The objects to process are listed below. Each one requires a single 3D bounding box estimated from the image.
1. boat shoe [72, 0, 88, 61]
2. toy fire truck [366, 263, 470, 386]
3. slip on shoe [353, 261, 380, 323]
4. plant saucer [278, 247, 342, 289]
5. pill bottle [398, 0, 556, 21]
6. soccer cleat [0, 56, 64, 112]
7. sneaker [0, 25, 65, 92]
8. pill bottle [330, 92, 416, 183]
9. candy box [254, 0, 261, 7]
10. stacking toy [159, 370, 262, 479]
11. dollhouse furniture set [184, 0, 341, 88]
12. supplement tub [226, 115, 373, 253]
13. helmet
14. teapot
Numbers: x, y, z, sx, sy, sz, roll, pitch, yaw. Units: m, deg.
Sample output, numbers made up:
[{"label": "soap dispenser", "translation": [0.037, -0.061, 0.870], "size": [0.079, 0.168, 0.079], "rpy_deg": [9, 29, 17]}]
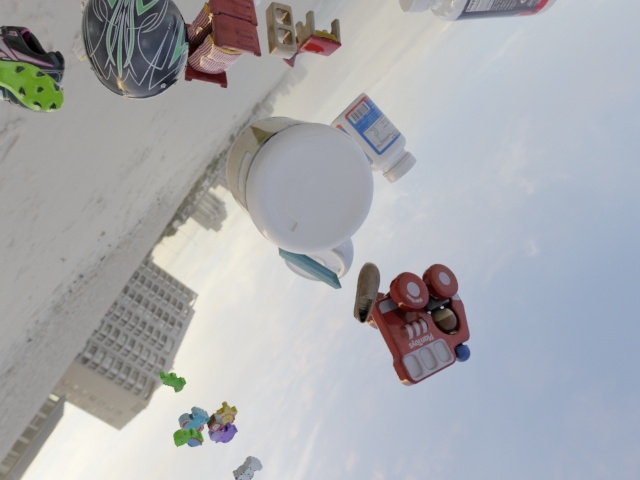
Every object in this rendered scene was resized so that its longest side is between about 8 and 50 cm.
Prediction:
[{"label": "boat shoe", "translation": [-0.576, -0.603, 1.079], "size": [0.277, 0.096, 0.098], "rpy_deg": [-50, -153, 7]}, {"label": "toy fire truck", "translation": [0.271, 0.215, 1.075], "size": [0.302, 0.253, 0.169], "rpy_deg": [-10, 156, -36]}, {"label": "slip on shoe", "translation": [0.100, 0.116, 0.901], "size": [0.041, 0.052, 0.135], "rpy_deg": [-90, -166, -79]}, {"label": "plant saucer", "translation": [-0.028, 0.061, 1.014], "size": [0.018, 0.192, 0.067], "rpy_deg": [-50, -153, 17]}, {"label": "pill bottle", "translation": [0.337, -0.570, 0.883], "size": [0.319, 0.176, 0.176], "rpy_deg": [-7, -160, -6]}, {"label": "soccer cleat", "translation": [-0.423, -0.212, 0.531], "size": [0.179, 0.072, 0.060], "rpy_deg": [-3, 110, -71]}, {"label": "sneaker", "translation": [-0.481, -0.302, 0.639], "size": [0.077, 0.178, 0.072], "rpy_deg": [-56, -159, 21]}, {"label": "pill bottle", "translation": [0.140, -0.257, 1.063], "size": [0.124, 0.221, 0.124], "rpy_deg": [-42, -170, 9]}, {"label": "candy box", "translation": [-0.242, -0.792, 1.249], "size": [0.070, 0.164, 0.196], "rpy_deg": [-5, -146, 6]}, {"label": "stacking toy", "translation": [-0.216, 0.355, 0.784], "size": [0.052, 0.221, 0.167], "rpy_deg": [-45, -143, -6]}, {"label": "dollhouse furniture set", "translation": [-0.146, -0.497, 1.076], "size": [0.201, 0.374, 0.152], "rpy_deg": [-10, -95, 54]}, {"label": "supplement tub", "translation": [-0.060, -0.125, 0.817], "size": [0.228, 0.228, 0.316], "rpy_deg": [-49, -151, 0]}, {"label": "helmet", "translation": [-0.290, -0.316, 0.654], "size": [0.169, 0.169, 0.161], "rpy_deg": [-43, -158, 16]}, {"label": "teapot", "translation": [0.000, 0.000, 1.343], "size": [0.256, 0.252, 0.187], "rpy_deg": [-15, -136, 36]}]
